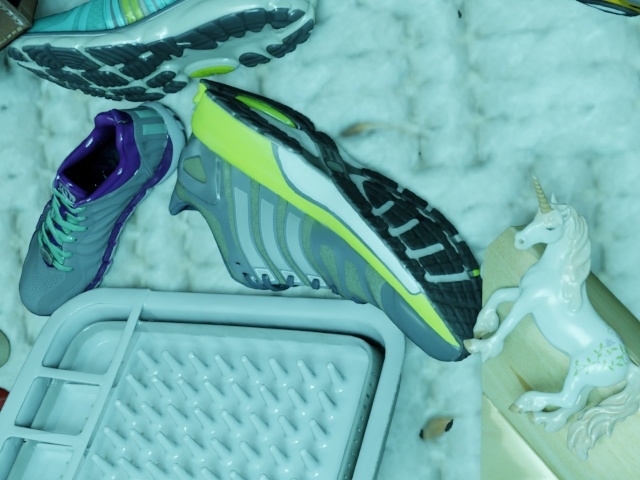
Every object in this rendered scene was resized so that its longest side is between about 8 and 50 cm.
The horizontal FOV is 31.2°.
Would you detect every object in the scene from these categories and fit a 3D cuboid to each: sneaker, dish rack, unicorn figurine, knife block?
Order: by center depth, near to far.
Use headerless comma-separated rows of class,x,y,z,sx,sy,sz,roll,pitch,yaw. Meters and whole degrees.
unicorn figurine,0.147,0.049,0.725,0.111,0.060,0.162,-40,92,20
knife block,0.232,0.128,0.763,0.242,0.088,0.275,1,93,25
sneaker,0.000,0.000,0.864,0.300,0.111,0.121,41,117,29
dish rack,-0.104,0.174,0.873,0.333,0.072,0.285,1,53,26
sneaker,-0.126,-0.185,0.928,0.275,0.107,0.110,-10,69,21
sneaker,-0.208,-0.027,0.958,0.083,0.098,0.223,42,108,18

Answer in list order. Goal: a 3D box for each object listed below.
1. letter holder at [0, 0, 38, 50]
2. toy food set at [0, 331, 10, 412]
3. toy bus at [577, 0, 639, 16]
letter holder,-0.413,-0.210,0.959,0.302,0.214,0.152,-30,39,23
toy food set,-0.357,0.150,1.033,0.111,0.104,0.232,30,105,21
toy bus,0.290,-0.169,0.696,0.333,0.130,0.108,22,101,23
